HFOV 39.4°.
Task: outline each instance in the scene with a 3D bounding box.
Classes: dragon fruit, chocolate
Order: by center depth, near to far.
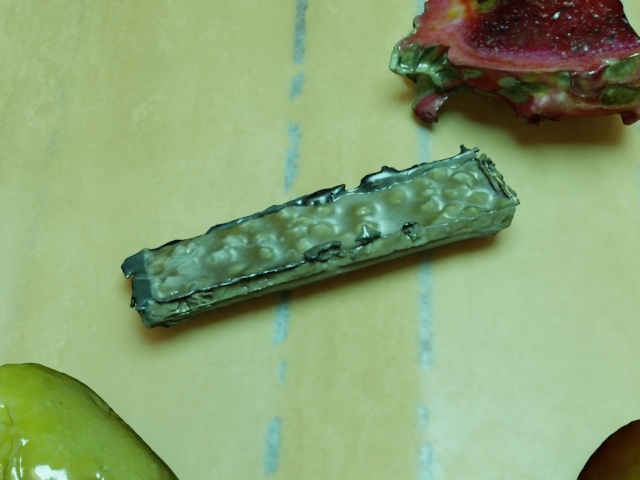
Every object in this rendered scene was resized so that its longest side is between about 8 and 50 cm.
[{"bbox_3d":[0.000,0.003,0.745,0.329,0.065,0.102,-17,31,-5],"label":"chocolate"},{"bbox_3d":[0.169,-0.172,0.803,0.211,0.134,0.262,-13,47,9],"label":"dragon fruit"}]

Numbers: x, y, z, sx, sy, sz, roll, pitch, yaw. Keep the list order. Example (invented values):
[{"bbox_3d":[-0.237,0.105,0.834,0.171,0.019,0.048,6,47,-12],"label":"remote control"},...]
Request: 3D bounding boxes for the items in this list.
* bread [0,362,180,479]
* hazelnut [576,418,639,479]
[{"bbox_3d":[-0.120,0.232,0.568,0.344,0.195,0.149,42,92,21],"label":"bread"},{"bbox_3d":[0.261,0.207,0.563,0.212,0.181,0.181,12,66,10],"label":"hazelnut"}]
